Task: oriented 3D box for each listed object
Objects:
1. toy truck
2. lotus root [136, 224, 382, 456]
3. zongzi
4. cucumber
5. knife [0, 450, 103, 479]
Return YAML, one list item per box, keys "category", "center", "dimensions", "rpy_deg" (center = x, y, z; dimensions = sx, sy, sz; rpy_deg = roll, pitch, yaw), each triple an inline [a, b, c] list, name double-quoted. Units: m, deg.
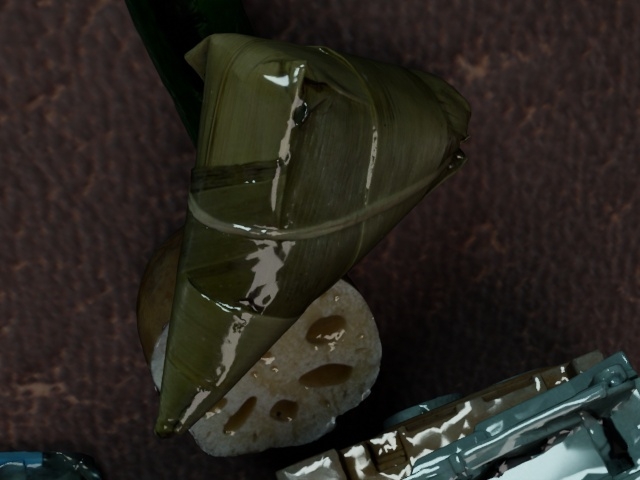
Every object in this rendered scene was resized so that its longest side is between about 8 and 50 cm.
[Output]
- category: "toy truck"
  center: [0.020, 0.165, 0.612]
  dimensions: [0.338, 0.133, 0.184]
  rpy_deg: [-22, 164, 1]
- category: "lotus root"
  center: [-0.033, 0.044, 0.608]
  dimensions: [0.112, 0.081, 0.122]
  rpy_deg: [-27, 122, 2]
- category: "zongzi"
  center: [0.000, 0.000, 0.540]
  dimensions: [0.160, 0.078, 0.176]
  rpy_deg: [0, 103, -47]
- category: "cucumber"
  center: [-0.065, -0.129, 0.495]
  dimensions: [0.056, 0.056, 0.284]
  rpy_deg: [-17, 134, -3]
- category: "knife"
  center: [-0.262, 0.135, 0.642]
  dimensions: [0.296, 0.026, 0.044]
  rpy_deg: [2, 132, -15]
